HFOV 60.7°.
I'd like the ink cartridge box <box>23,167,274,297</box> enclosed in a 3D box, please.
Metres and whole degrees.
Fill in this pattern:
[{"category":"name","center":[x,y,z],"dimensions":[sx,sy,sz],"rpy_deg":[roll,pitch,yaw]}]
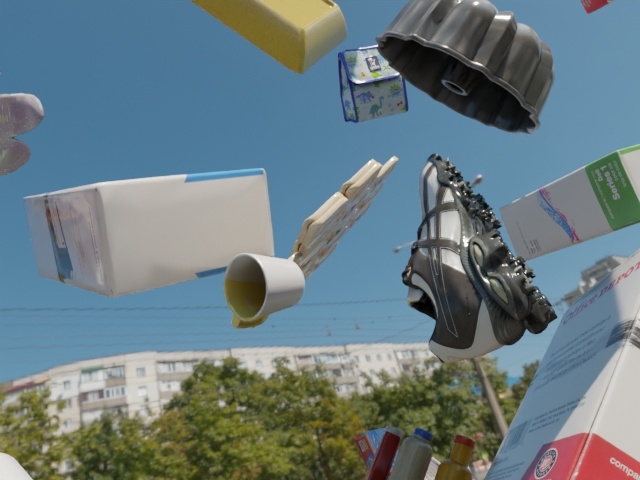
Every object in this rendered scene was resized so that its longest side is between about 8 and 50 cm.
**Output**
[{"category":"ink cartridge box","center":[-0.313,-0.024,0.967],"dimensions":[0.286,0.166,0.395],"rpy_deg":[-12,9,-39]}]

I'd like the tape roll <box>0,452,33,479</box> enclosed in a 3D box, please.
[{"category":"tape roll","center":[-0.361,0.323,0.462],"dimensions":[0.286,0.100,0.286],"rpy_deg":[-47,-13,-14]}]

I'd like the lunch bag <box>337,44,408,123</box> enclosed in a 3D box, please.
[{"category":"lunch bag","center":[0.110,-0.339,1.175],"dimensions":[0.129,0.151,0.096],"rpy_deg":[-15,16,-14]}]

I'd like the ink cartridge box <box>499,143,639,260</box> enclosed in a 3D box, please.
[{"category":"ink cartridge box","center":[0.489,-0.070,0.961],"dimensions":[0.202,0.117,0.278],"rpy_deg":[-17,-9,-25]}]

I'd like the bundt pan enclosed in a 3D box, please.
[{"category":"bundt pan","center":[0.270,-0.325,0.975],"dimensions":[0.331,0.331,0.124],"rpy_deg":[23,-80,-52]}]

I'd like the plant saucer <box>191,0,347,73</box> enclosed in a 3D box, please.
[{"category":"plant saucer","center":[-0.105,-0.589,1.366],"dimensions":[0.333,0.332,0.081],"rpy_deg":[35,-48,0]}]

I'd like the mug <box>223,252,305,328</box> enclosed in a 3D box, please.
[{"category":"mug","center":[-0.054,0.045,0.530],"dimensions":[0.078,0.062,0.064],"rpy_deg":[-27,-17,39]}]

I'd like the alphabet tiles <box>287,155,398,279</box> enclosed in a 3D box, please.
[{"category":"alphabet tiles","center":[0.000,0.000,0.759],"dimensions":[0.278,0.021,0.284],"rpy_deg":[-46,-8,-27]}]

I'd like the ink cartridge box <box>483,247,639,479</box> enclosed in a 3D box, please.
[{"category":"ink cartridge box","center":[0.264,0.155,0.487],"dimensions":[0.272,0.114,0.197],"rpy_deg":[-52,-14,-26]}]

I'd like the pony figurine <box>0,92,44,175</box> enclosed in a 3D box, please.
[{"category":"pony figurine","center":[-0.354,-0.176,0.254],"dimensions":[0.351,0.302,0.363],"rpy_deg":[-3,-1,-11]}]

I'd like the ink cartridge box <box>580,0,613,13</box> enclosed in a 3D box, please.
[{"category":"ink cartridge box","center":[0.599,-0.577,1.061],"dimensions":[0.218,0.092,0.158],"rpy_deg":[-19,-62,44]}]

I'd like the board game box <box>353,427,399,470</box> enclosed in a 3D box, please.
[{"category":"board game box","center":[0.153,0.480,0.988],"dimensions":[0.027,0.281,0.145],"rpy_deg":[-32,-25,12]}]

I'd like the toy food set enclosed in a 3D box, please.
[{"category":"toy food set","center":[0.119,0.308,0.712],"dimensions":[0.111,0.104,0.232],"rpy_deg":[23,-26,10]}]

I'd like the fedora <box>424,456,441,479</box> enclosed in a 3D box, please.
[{"category":"fedora","center":[0.159,0.595,1.184],"dimensions":[0.124,0.275,0.244],"rpy_deg":[26,-16,-36]}]

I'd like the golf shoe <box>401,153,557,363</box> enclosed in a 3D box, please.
[{"category":"golf shoe","center":[0.095,0.006,0.425],"dimensions":[0.094,0.198,0.077],"rpy_deg":[-39,-60,22]}]
